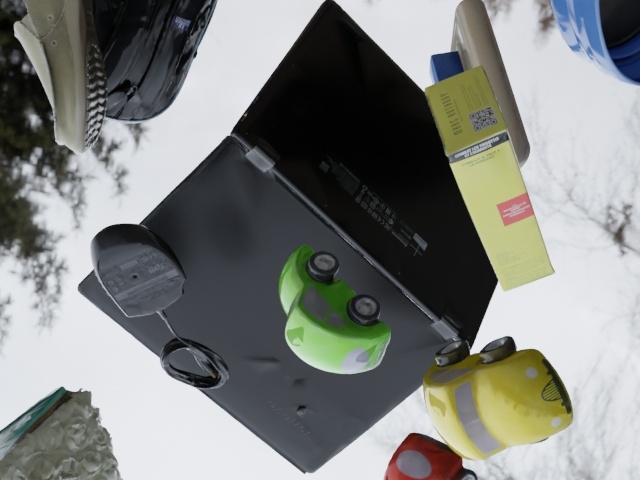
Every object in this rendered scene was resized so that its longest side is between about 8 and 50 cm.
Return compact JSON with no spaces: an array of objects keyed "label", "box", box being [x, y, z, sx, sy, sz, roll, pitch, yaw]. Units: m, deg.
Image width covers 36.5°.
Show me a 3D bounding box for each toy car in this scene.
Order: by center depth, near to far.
[{"label":"toy car","box":[0.039,0.096,0.642,0.053,0.239,0.225,-30,-117,-31]}]

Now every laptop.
[{"label":"laptop","box":[0.000,0.000,1.198,0.382,0.236,0.408,42,-127,-17]}]

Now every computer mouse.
[{"label":"computer mouse","box":[-0.146,0.064,0.916,0.071,0.242,0.041,-22,-135,0]}]

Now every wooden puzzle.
[{"label":"wooden puzzle","box":[0.232,-0.164,1.587,0.080,0.348,0.322,-7,-118,-6]}]

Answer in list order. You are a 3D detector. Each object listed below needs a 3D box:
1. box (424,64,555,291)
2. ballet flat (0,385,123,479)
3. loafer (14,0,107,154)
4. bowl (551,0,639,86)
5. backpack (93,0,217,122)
[{"label":"box","box":[0.161,-0.049,0.904,0.058,0.232,0.087,-20,-130,10]},{"label":"ballet flat","box":[-0.289,0.253,0.778,0.147,0.147,0.409,27,-152,14]},{"label":"loafer","box":[-0.322,-0.239,1.190,0.092,0.268,0.102,-3,-173,3]},{"label":"bowl","box":[0.388,-0.372,1.097,0.077,0.391,0.391,26,-154,38]},{"label":"backpack","box":[-0.281,-0.300,1.355,0.191,0.253,0.225,27,-168,38]}]
